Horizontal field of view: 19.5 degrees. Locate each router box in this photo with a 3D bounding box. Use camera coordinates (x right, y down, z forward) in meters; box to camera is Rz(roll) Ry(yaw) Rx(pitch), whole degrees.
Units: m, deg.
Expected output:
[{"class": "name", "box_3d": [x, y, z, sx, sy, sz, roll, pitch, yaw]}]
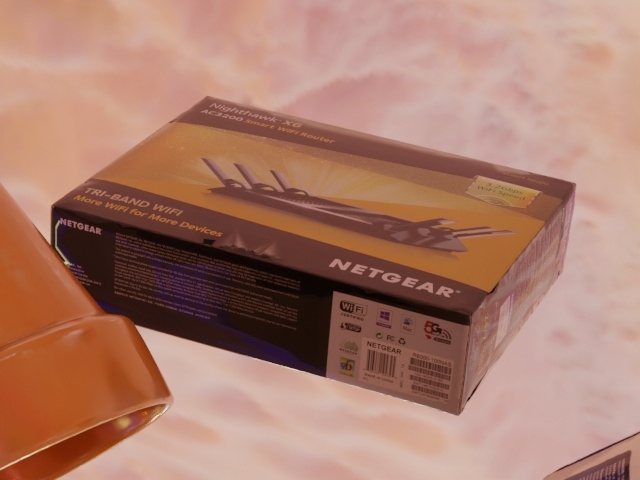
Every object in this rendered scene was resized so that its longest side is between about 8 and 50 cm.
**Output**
[{"class": "router box", "box_3d": [0.000, 0.000, 1.325, 0.309, 0.243, 0.081, 14, 117, 18]}]

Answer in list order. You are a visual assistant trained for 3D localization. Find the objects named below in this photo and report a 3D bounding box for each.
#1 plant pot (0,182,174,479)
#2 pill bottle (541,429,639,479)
[{"class": "plant pot", "box_3d": [-0.214, 0.054, 1.038, 0.188, 0.205, 0.205, 62, 151, 8]}, {"class": "pill bottle", "box_3d": [0.159, 0.123, 0.880, 0.067, 0.067, 0.120, 31, 143, -18]}]
